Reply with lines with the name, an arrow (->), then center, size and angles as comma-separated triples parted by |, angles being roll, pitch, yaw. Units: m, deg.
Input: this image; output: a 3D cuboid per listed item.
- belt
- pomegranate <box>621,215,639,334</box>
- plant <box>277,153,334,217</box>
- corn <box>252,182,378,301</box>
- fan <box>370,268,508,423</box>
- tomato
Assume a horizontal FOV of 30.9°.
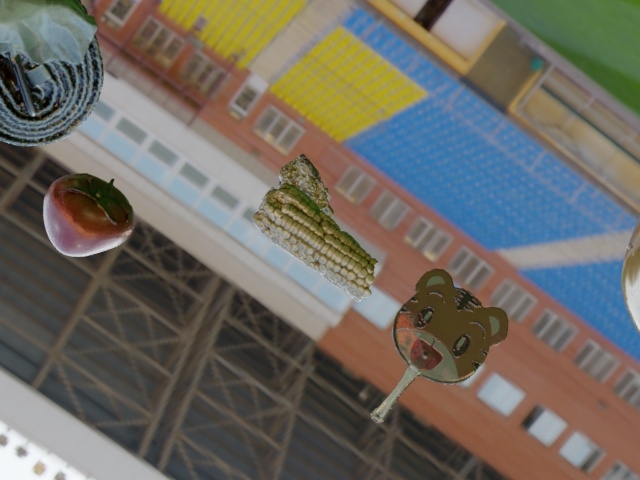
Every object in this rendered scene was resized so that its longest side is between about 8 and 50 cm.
belt -> -0.414, -0.264, 1.622 | 0.258, 0.207, 0.150 | 85, 163, -46
pomegranate -> 0.667, 0.060, 1.791 | 0.416, 0.417, 0.417 | 36, -168, -9
plant -> -0.014, -0.085, 2.015 | 0.122, 0.104, 0.117 | 22, -120, -46
corn -> 0.000, 0.000, 1.690 | 0.211, 0.087, 0.087 | 37, -168, -1
fan -> 0.143, 0.158, 1.571 | 0.152, 0.227, 0.008 | 38, -176, 29
tomato -> -0.428, -0.042, 2.086 | 0.167, 0.167, 0.167 | 36, -168, -9
